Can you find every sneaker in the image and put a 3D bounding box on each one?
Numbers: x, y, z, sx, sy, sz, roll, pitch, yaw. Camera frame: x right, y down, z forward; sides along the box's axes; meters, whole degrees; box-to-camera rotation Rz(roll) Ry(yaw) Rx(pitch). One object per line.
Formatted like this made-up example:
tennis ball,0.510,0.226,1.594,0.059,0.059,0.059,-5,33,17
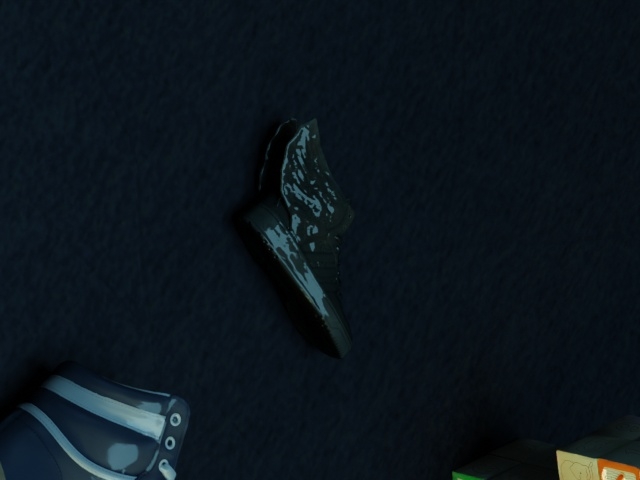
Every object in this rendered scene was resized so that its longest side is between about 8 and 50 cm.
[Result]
sneaker,-0.111,0.204,1.266,0.282,0.099,0.153,45,64,-17
sneaker,-0.001,0.000,1.394,0.089,0.051,0.170,-44,118,-23

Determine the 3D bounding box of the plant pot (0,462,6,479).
plant pot,-0.310,0.179,1.108,0.237,0.109,0.237,-4,97,-41

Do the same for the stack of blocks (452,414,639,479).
stack of blocks,0.238,0.231,1.464,0.087,0.297,0.171,-20,107,-36
